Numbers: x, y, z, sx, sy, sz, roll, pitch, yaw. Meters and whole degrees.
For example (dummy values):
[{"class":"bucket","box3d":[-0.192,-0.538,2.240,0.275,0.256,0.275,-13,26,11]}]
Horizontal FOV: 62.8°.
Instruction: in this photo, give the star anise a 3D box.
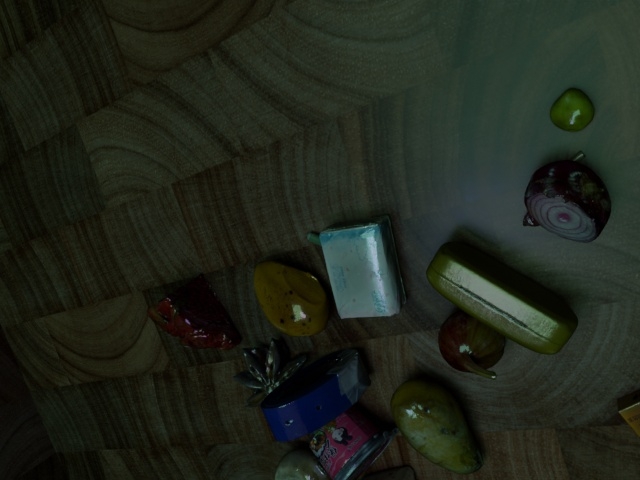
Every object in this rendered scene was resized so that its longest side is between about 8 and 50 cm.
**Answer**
[{"class":"star anise","box3d":[-0.142,0.473,1.762,0.331,0.117,0.332,5,106,16]}]

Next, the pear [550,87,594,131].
[{"class":"pear","box3d":[0.572,-0.294,1.185,0.092,0.092,0.097,11,94,24]}]

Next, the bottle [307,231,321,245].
[{"class":"bottle","box3d":[0.000,0.000,1.592,0.083,0.030,0.031,22,114,21]}]

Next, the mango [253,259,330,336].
[{"class":"mango","box3d":[-0.100,0.182,1.630,0.290,0.159,0.191,45,128,13]}]

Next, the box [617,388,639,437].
[{"class":"box","box3d":[0.867,0.464,1.272,0.152,0.070,0.237,-42,86,30]}]

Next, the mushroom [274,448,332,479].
[{"class":"mushroom","box3d":[-0.050,0.831,1.787,0.254,0.184,0.255,16,115,37]}]

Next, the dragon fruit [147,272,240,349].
[{"class":"dragon fruit","box3d":[-0.413,0.261,1.816,0.330,0.302,0.240,34,86,-3]}]

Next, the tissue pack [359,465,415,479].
[{"class":"tissue pack","box3d":[0.171,0.824,1.624,0.214,0.256,0.123,-27,95,32]}]

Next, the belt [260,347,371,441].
[{"class":"belt","box3d":[-0.009,0.450,1.558,0.212,0.346,0.117,-17,97,56]}]

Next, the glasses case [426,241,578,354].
[{"class":"glasses case","box3d":[0.446,0.147,1.327,0.371,0.173,0.141,33,116,17]}]

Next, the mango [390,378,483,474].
[{"class":"mango","box3d":[0.336,0.541,1.520,0.330,0.175,0.176,54,155,-19]}]

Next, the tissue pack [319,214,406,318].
[{"class":"tissue pack","box3d":[0.121,0.078,1.504,0.201,0.124,0.272,-7,103,32]}]

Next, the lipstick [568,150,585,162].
[{"class":"lipstick","box3d":[0.585,-0.174,1.248,0.019,0.019,0.094,49,120,6]}]

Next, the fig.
[{"class":"fig","box3d":[0.388,0.283,1.380,0.174,0.207,0.175,12,118,23]}]

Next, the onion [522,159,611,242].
[{"class":"onion","box3d":[0.559,-0.088,1.228,0.195,0.140,0.218,29,161,-4]}]

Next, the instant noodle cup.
[{"class":"instant noodle cup","box3d":[0.079,0.630,1.638,0.181,0.302,0.259,42,152,26]}]
